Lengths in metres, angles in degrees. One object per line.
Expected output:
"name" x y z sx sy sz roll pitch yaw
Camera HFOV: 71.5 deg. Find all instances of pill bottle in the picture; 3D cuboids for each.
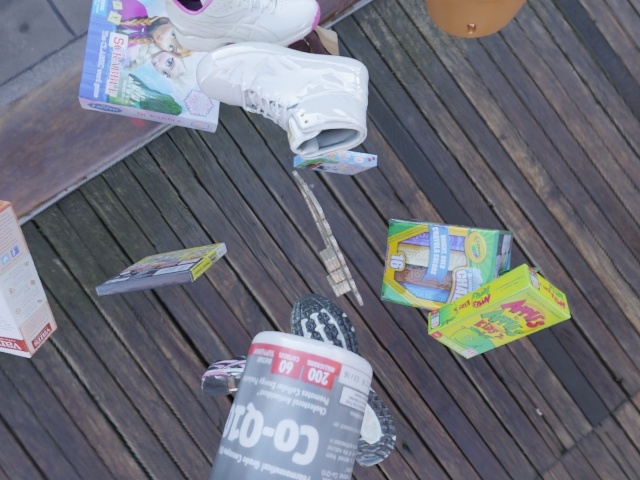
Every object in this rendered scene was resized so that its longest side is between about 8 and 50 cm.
"pill bottle" -0.044 0.267 0.521 0.161 0.161 0.284 17 67 -4

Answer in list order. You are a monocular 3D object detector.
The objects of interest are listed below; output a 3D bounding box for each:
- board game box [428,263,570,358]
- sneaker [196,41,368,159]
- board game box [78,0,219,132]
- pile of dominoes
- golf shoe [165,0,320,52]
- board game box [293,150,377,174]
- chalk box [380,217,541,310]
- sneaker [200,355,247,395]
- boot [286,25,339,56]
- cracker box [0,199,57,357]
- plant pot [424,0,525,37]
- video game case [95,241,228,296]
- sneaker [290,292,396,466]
"board game box" 0.262 0.113 0.673 0.092 0.181 0.043 33 43 -19
"sneaker" -0.064 -0.220 0.717 0.291 0.108 0.169 2 60 -1
"board game box" -0.405 -0.458 1.110 0.317 0.066 0.320 6 81 -20
"pile of dominoes" 0.000 0.000 0.877 0.040 0.196 0.251 -26 114 -3
"golf shoe" -0.155 -0.447 0.861 0.305 0.140 0.116 -3 72 6
"board game box" 0.043 -0.245 1.373 0.211 0.160 0.039 3 86 -24
"chalk box" 0.300 0.058 0.938 0.288 0.180 0.179 10 96 32
"sneaker" -0.144 0.262 0.891 0.178 0.077 0.072 6 113 -5
"boot" -0.044 -0.433 1.122 0.248 0.090 0.207 -10 112 -44
"cracker box" -0.472 0.047 0.598 0.155 0.067 0.233 10 127 5
"plant pot" 0.317 -0.553 0.879 0.290 0.203 0.291 -2 73 5
"video game case" -0.427 0.076 1.234 0.274 0.248 0.035 -10 105 12
"sneaker" 0.021 0.333 1.084 0.157 0.182 0.411 -18 79 -25
